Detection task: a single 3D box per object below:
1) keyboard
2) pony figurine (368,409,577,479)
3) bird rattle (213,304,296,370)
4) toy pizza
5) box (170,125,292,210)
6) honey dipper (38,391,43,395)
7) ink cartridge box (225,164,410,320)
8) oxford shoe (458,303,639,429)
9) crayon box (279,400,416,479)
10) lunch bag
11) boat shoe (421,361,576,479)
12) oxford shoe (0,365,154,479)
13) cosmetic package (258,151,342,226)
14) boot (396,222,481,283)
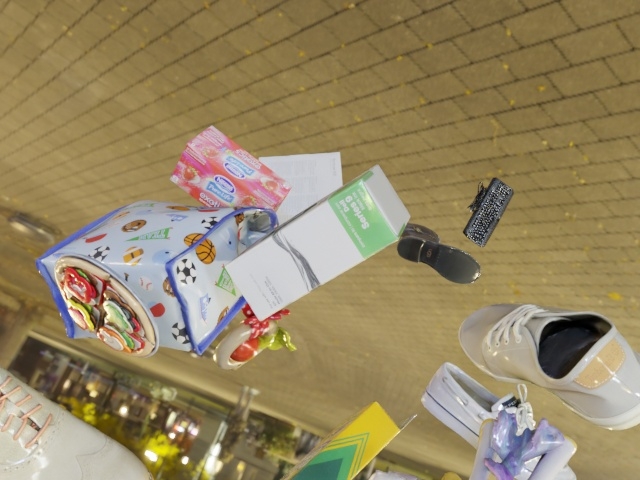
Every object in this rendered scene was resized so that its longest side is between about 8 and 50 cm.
[{"bbox_3d":[0.449,-0.084,1.791,0.100,0.192,0.038,32,166,-5],"label":"keyboard"},{"bbox_3d":[0.195,0.380,0.843,0.303,0.363,0.351,38,136,14],"label":"pony figurine"},{"bbox_3d":[-0.151,0.223,1.519,0.143,0.207,0.253,48,173,13],"label":"bird rattle"},{"bbox_3d":[-0.326,0.105,0.992,0.201,0.032,0.201,21,136,22],"label":"toy pizza"},{"bbox_3d":[-0.217,-0.141,1.620,0.257,0.122,0.128,37,128,0],"label":"box"},{"bbox_3d":[-0.537,0.356,1.240,0.030,0.161,0.030,16,-168,-3],"label":"honey dipper"},{"bbox_3d":[0.000,0.000,1.181,0.121,0.289,0.211,57,-163,-4],"label":"ink cartridge box"},{"bbox_3d":[0.348,0.160,1.073,0.130,0.169,0.449,46,174,-15],"label":"oxford shoe"},{"bbox_3d":[0.031,0.451,1.373,0.083,0.323,0.203,50,148,9],"label":"crayon box"},{"bbox_3d":[-0.297,0.041,1.353,0.327,0.385,0.239,3,120,22],"label":"lunch bag"},{"bbox_3d":[0.403,0.382,1.439,0.367,0.156,0.136,34,-160,31],"label":"boat shoe"},{"bbox_3d":[-0.394,0.242,0.828,0.397,0.140,0.146,20,129,-1],"label":"oxford shoe"},{"bbox_3d":[-0.063,-0.123,2.211,0.284,0.377,0.097,-5,143,3],"label":"cosmetic package"},{"bbox_3d":[0.328,0.018,1.888,0.263,0.091,0.229,24,-163,3],"label":"boot"}]
